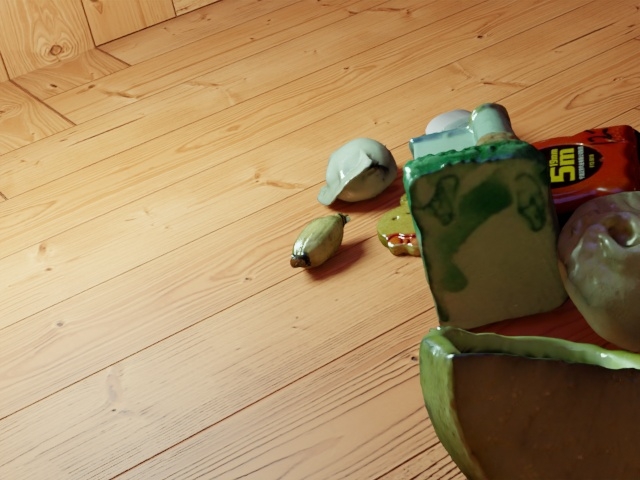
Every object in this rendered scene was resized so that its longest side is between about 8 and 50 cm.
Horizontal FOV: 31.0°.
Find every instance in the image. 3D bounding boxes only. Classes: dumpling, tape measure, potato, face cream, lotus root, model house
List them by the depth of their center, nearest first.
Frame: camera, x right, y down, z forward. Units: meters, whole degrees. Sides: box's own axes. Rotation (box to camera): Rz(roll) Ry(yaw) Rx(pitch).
[{"bbox_3d":[0.255,0.217,1.274,0.330,0.213,0.280,8,2,-6],"label":"potato"},{"bbox_3d":[0.226,-0.070,1.681,0.194,0.267,0.325,-14,28,7],"label":"model house"},{"bbox_3d":[0.384,-0.074,1.801,0.260,0.114,0.253,-8,29,17],"label":"tape measure"},{"bbox_3d":[0.000,0.000,1.875,0.072,0.063,0.152,-21,20,52],"label":"lotus root"},{"bbox_3d":[0.289,-0.164,2.040,0.107,0.073,0.269,-16,28,-16],"label":"face cream"},{"bbox_3d":[0.058,-0.120,2.052,0.150,0.092,0.176,-22,32,12],"label":"dumpling"}]

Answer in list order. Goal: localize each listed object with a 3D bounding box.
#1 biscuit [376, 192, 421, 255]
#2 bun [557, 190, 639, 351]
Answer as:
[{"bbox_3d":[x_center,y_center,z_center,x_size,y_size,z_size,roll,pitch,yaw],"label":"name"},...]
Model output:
[{"bbox_3d":[0.181,-0.044,1.911,0.225,0.036,0.166,-32,35,-30],"label":"biscuit"},{"bbox_3d":[0.418,0.026,1.498,0.231,0.231,0.133,-36,-8,-36],"label":"bun"}]
